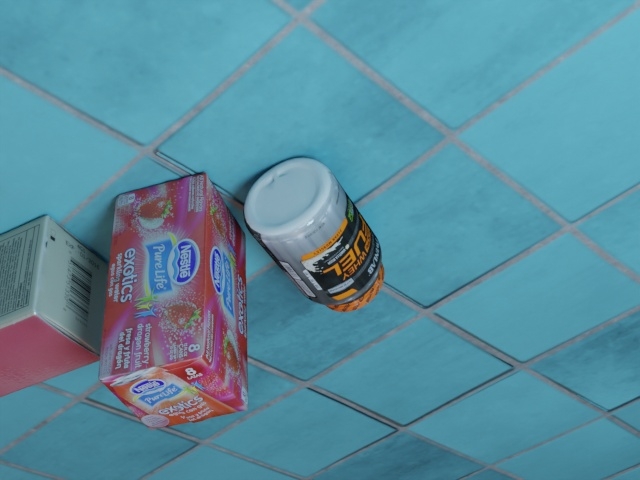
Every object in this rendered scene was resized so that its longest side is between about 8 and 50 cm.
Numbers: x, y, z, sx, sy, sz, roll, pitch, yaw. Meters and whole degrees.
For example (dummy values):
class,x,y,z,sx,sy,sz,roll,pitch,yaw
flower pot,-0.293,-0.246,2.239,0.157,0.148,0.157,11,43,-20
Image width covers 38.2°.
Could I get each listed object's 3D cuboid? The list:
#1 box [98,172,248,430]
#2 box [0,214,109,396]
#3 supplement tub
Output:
class,x,y,z,sx,sy,sz,roll,pitch,yaw
box,-0.160,0.066,1.046,0.122,0.257,0.128,-14,140,12
box,-0.392,0.094,1.136,0.232,0.149,0.127,-21,139,19
supplement tub,0.000,0.000,1.098,0.117,0.117,0.190,-20,139,17
